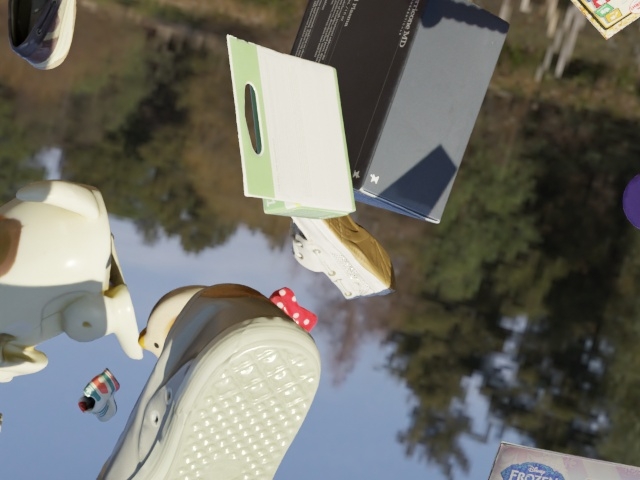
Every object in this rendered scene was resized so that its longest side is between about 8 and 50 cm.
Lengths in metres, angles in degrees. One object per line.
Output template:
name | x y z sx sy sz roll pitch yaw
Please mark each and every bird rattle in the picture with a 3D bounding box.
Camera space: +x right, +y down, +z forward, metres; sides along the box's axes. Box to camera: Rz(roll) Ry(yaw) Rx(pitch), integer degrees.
bird rattle | -0.139 0.142 2.035 0.207 0.143 0.253 30 136 -17

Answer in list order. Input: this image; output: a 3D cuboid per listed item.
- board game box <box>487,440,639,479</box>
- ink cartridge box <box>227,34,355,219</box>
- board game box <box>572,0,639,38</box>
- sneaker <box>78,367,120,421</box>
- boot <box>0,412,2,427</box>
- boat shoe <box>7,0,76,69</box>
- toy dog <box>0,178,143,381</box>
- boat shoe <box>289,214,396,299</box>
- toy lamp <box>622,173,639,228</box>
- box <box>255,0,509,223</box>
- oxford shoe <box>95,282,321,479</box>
board game box | 0.301 0.400 1.618 0.319 0.318 0.066 7 152 34
ink cartridge box | -0.047 -0.115 1.558 0.056 0.171 0.235 -11 172 30
board game box | 0.407 -0.370 2.004 0.193 0.147 0.045 31 -149 -52
sneaker | -0.423 0.301 2.744 0.075 0.161 0.057 -31 -111 -29
boot | -0.463 0.280 1.632 0.179 0.236 0.085 12 -172 -18
boat shoe | -0.430 -0.412 2.268 0.103 0.285 0.092 3 173 22
toy dog | -0.512 0.079 2.289 0.408 0.284 0.395 -16 160 -7
boat shoe | 0.000 0.000 1.997 0.277 0.096 0.098 49 -154 -38
toy lamp | 0.464 -0.048 1.790 0.080 0.080 0.275 19 -165 39
box | 0.091 -0.233 2.362 0.179 0.343 0.312 20 179 -36
oxford shoe | -0.136 0.216 1.406 0.169 0.449 0.130 11 -145 -30
